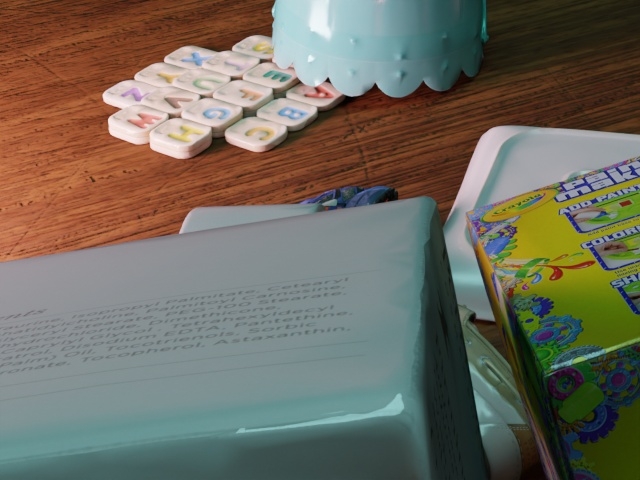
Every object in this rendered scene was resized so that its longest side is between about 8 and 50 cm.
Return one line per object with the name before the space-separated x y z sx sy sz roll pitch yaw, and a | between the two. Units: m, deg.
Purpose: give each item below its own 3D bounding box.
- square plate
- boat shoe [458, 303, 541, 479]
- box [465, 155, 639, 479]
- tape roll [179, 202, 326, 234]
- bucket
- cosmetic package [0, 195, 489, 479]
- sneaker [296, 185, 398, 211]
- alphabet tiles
square plate | 0.295 -0.024 1.457 0.347 0.049 0.344 6 35 18
boat shoe | 0.090 0.104 1.252 0.103 0.113 0.302 -18 46 -19
box | 0.234 0.126 0.948 0.177 0.290 0.279 -19 20 3
tape roll | -0.042 0.113 1.094 0.100 0.286 0.286 -3 33 7
bucket | 0.075 -0.318 1.795 0.281 0.183 0.281 2 33 -1
cosmetic package | -0.073 0.190 0.763 0.327 0.329 0.394 -9 12 7
sneaker | 0.000 0.000 1.431 0.087 0.083 0.221 8 18 25
alphabet tiles | -0.122 -0.186 1.799 0.278 0.021 0.284 21 41 34
